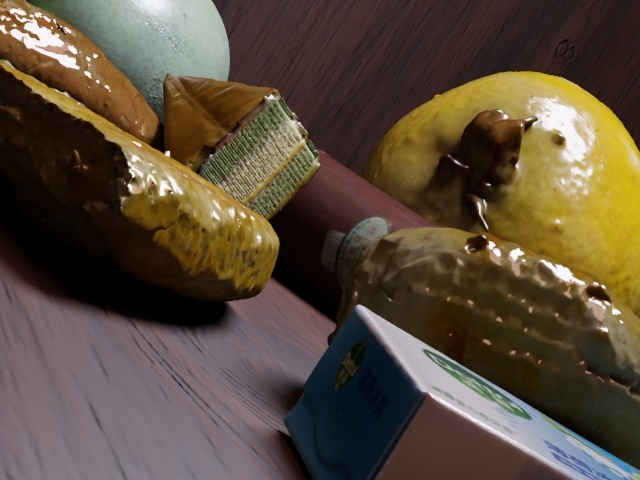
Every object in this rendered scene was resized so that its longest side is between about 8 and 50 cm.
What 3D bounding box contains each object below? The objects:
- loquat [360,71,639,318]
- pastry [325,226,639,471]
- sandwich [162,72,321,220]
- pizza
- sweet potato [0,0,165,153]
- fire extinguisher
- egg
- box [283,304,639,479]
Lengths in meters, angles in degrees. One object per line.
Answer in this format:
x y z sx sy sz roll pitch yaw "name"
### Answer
0.163 -0.018 1.419 0.275 0.275 0.275 32 5 -3 "loquat"
0.099 0.069 0.902 0.192 0.093 0.182 21 -24 10 "pastry"
-0.095 -0.060 1.229 0.163 0.113 0.079 17 -34 53 "sandwich"
-0.154 -0.048 0.950 0.287 0.075 0.280 32 1 22 "pizza"
-0.207 -0.114 1.195 0.251 0.097 0.097 37 2 -29 "sweet potato"
0.000 0.000 1.299 0.344 0.102 0.138 34 40 27 "fire extinguisher"
-0.173 -0.173 1.450 0.169 0.169 0.236 34 2 25 "egg"
0.091 0.120 0.744 0.194 0.073 0.139 30 6 -16 "box"
